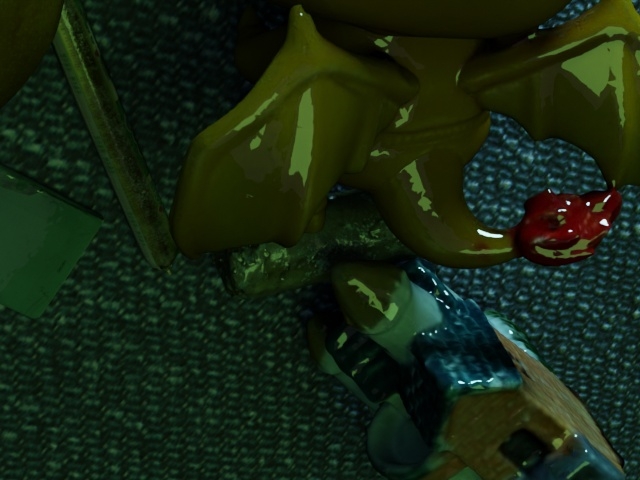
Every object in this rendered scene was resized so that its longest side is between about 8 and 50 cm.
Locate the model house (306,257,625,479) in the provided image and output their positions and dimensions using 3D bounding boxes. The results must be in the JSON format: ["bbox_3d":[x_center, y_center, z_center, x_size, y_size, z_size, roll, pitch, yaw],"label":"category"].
[{"bbox_3d":[0.080,0.116,0.986,0.184,0.253,0.291,-39,121,10],"label":"model house"}]

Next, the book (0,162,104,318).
[{"bbox_3d":[-0.248,-0.005,0.909,0.135,0.017,0.103,30,98,-34],"label":"book"}]

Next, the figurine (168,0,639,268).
[{"bbox_3d":[0.095,-0.163,0.837,0.401,0.268,0.387,1,129,-13],"label":"figurine"}]

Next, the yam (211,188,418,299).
[{"bbox_3d":[0.000,0.000,0.989,0.179,0.078,0.078,-10,119,-19],"label":"yam"}]

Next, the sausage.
[{"bbox_3d":[-0.157,-0.081,0.902,0.033,0.033,0.269,-25,123,-11],"label":"sausage"}]

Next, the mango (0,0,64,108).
[{"bbox_3d":[-0.246,-0.148,0.790,0.136,0.099,0.227,21,115,-26],"label":"mango"}]
